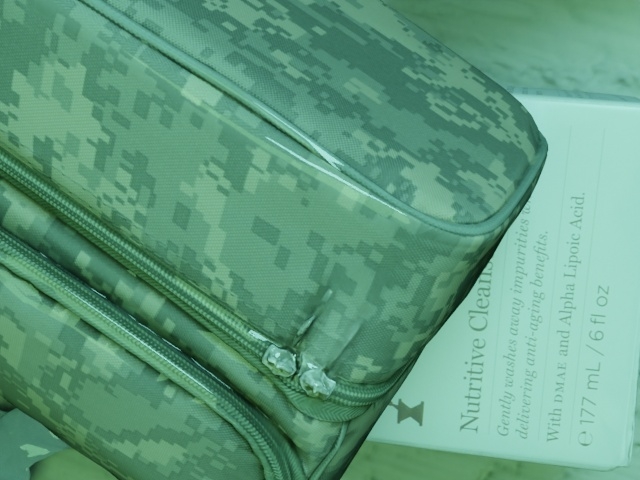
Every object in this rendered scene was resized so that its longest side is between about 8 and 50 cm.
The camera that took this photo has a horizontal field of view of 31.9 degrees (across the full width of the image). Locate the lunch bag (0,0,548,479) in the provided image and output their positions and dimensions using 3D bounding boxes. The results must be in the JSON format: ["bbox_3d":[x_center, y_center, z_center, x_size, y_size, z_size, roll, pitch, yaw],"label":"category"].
[{"bbox_3d":[-0.076,-0.009,0.541,0.305,0.212,0.256,34,120,4],"label":"lunch bag"}]

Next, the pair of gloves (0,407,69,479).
[{"bbox_3d":[-0.279,0.118,0.844,0.159,0.023,0.198,-32,90,16],"label":"pair of gloves"}]

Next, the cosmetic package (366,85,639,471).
[{"bbox_3d":[0.000,0.000,0.703,0.385,0.156,0.217,3,100,8],"label":"cosmetic package"}]
